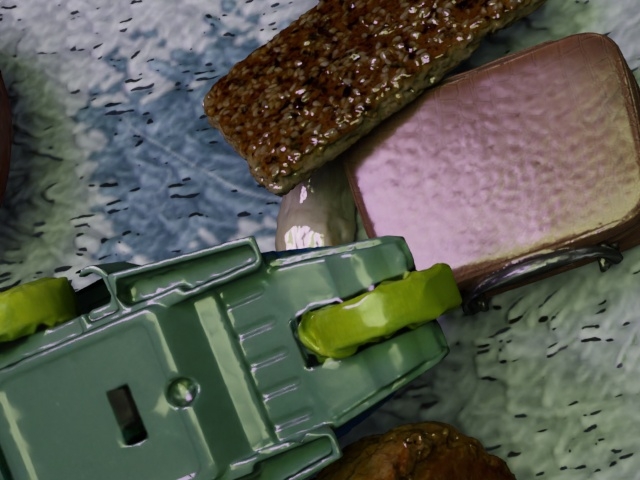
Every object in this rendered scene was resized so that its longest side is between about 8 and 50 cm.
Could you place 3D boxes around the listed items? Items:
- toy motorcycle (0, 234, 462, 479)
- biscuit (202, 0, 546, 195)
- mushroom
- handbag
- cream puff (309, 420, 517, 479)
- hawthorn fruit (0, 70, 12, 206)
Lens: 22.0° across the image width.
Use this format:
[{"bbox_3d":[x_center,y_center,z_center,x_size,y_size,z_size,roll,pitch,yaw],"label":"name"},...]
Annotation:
[{"bbox_3d":[-0.058,0.084,1.004,0.327,0.200,0.191,-22,86,13],"label":"toy motorcycle"},{"bbox_3d":[0.032,-0.129,1.091,0.231,0.025,0.131,-37,42,-4],"label":"biscuit"},{"bbox_3d":[-0.003,0.001,1.111,0.059,0.054,0.202,-3,81,19],"label":"mushroom"},{"bbox_3d":[0.119,-0.037,1.060,0.193,0.072,0.151,-17,73,15],"label":"handbag"},{"bbox_3d":[0.031,0.210,1.003,0.169,0.183,0.183,-19,70,39],"label":"cream puff"},{"bbox_3d":[-0.338,-0.083,1.174,0.235,0.231,0.263,-11,35,-6],"label":"hawthorn fruit"}]
